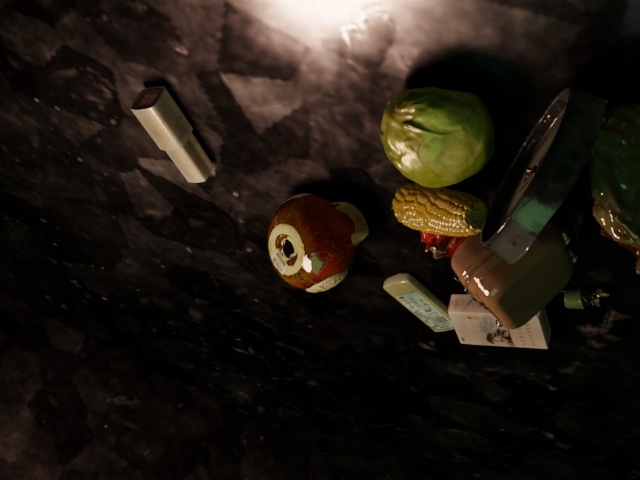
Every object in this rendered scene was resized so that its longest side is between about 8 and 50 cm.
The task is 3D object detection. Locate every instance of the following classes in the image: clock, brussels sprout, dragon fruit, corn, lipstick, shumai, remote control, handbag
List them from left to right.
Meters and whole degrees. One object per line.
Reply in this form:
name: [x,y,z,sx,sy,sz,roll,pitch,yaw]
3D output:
lipstick: [-0.339,-0.243,1.845,0.078,0.078,0.253,0,143,30]
remote control: [0.272,0.168,2.101,0.233,0.038,0.098,39,145,-25]
brussels sprout: [0.221,-0.199,1.481,0.223,0.161,0.223,11,150,6]
corn: [0.243,-0.060,1.621,0.106,0.106,0.305,38,175,-22]
dragon fruit: [0.287,0.003,1.788,0.153,0.110,0.153,19,151,11]
handbag: [0.427,0.035,1.631,0.149,0.283,0.302,52,-173,31]
clock: [0.379,-0.113,1.361,0.067,0.325,0.325,28,148,2]
shumai: [0.589,-0.093,1.408,0.330,0.291,0.288,31,-177,-1]

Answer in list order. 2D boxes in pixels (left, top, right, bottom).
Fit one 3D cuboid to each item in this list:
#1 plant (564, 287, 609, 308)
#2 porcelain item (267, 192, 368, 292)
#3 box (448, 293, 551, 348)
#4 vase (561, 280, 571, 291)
plant: [0.621,0.134,1.826,0.102,0.051,0.051,-8,137,31]
porcelain item: [0.000,0.000,1.908,0.253,0.252,0.253,16,147,11]
box: [0.458,0.208,2.012,0.233,0.067,0.149,0,138,27]
vase: [0.478,0.096,1.847,0.212,0.059,0.060,-6,137,39]
